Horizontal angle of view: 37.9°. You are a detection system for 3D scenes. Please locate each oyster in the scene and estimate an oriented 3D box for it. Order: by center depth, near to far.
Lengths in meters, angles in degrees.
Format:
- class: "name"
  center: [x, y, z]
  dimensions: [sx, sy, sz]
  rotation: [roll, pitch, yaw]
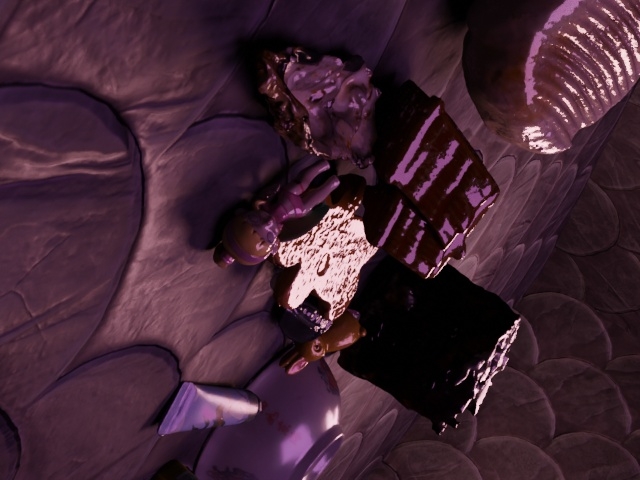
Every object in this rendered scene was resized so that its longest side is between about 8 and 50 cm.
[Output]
- class: "oyster"
  center: [-0.003, -0.159, 1.037]
  dimensions: [0.345, 0.078, 0.129]
  rotation: [7, 97, -67]

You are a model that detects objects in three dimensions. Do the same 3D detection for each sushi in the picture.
- class: "sushi"
  center: [0.224, 0.195, 1.865]
  dimensions: [0.281, 0.294, 0.299]
  rotation: [-39, 156, -39]

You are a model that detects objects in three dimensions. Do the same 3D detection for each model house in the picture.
- class: "model house"
  center: [0.127, -0.084, 1.262]
  dimensions: [0.199, 0.219, 0.229]
  rotation: [-46, 156, 10]

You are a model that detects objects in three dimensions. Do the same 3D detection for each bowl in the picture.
- class: "bowl"
  center: [-0.059, 0.359, 1.692]
  dimensions: [0.345, 0.157, 0.345]
  rotation: [-45, 160, -22]

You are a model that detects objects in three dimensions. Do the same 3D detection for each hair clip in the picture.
- class: "hair clip"
  center: [0.029, 0.151, 1.734]
  dimensions: [0.137, 0.022, 0.054]
  rotation: [7, 118, -58]

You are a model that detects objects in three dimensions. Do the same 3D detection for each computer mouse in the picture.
- class: "computer mouse"
  center: [-0.015, 0.118, 1.509]
  dimensions: [0.106, 0.062, 0.192]
  rotation: [-53, 163, -1]

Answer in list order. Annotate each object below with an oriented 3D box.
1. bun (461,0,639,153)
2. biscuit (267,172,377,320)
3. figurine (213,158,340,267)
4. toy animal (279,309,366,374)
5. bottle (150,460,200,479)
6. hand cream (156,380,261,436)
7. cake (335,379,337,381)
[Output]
- class: "bun"
  center: [0.343, -0.319, 1.347]
  dimensions: [0.365, 0.219, 0.365]
  rotation: [-28, 143, -24]
- class: "biscuit"
  center: [0.000, 0.000, 1.333]
  dimensions: [0.216, 0.047, 0.339]
  rotation: [-63, 155, 1]
- class: "figurine"
  center: [-0.053, -0.029, 1.136]
  dimensions: [0.187, 0.083, 0.083]
  rotation: [-43, 159, -25]
- class: "toy animal"
  center: [-0.003, 0.178, 1.609]
  dimensions: [0.159, 0.083, 0.070]
  rotation: [-31, 139, -33]
- class: "bottle"
  center: [-0.149, 0.464, 1.450]
  dimensions: [0.082, 0.286, 0.082]
  rotation: [-46, 160, -22]
- class: "hand cream"
  center: [-0.165, 0.255, 1.427]
  dimensions: [0.088, 0.055, 0.256]
  rotation: [-59, 155, 4]
- class: "cake"
  center: [-0.009, 0.362, 2.031]
  dimensions: [0.051, 0.055, 0.140]
  rotation: [50, 60, -70]
